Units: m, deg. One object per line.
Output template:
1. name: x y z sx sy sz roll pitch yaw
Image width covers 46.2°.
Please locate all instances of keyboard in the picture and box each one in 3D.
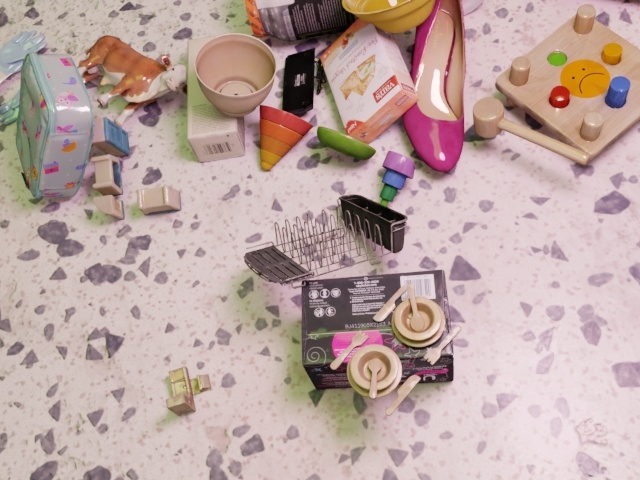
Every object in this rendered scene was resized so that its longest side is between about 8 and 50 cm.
1. keyboard: -0.031 -0.344 1.648 0.100 0.038 0.192 -10 54 16

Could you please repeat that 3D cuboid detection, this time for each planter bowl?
1. planter bowl: 0.159 -0.478 1.491 0.217 0.090 0.217 -17 41 16
2. planter bowl: -0.171 -0.320 1.511 0.162 0.109 0.162 3 61 -5

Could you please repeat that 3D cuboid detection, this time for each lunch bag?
1. lunch bag: -0.562 -0.235 1.554 0.107 0.279 0.224 -8 55 -35

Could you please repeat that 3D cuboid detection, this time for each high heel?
1. high heel: 0.239 -0.327 1.490 0.127 0.181 0.377 1 60 -12

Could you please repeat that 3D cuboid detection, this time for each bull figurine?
1. bull figurine: -0.433 -0.362 1.681 0.310 0.101 0.188 34 67 33

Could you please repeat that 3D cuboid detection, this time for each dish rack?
1. dish rack: 0.000 0.000 1.350 0.271 0.074 0.208 -16 21 -22

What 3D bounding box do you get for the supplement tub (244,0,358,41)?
1. supplement tub: -0.004 -0.552 1.659 0.316 0.193 0.194 -10 61 5

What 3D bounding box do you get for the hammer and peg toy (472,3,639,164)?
1. hammer and peg toy: 0.482 -0.271 1.459 0.361 0.127 0.266 -40 65 -11

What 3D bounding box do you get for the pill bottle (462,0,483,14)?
1. pill bottle: 0.287 -0.615 1.680 0.119 0.119 0.208 -16 61 2

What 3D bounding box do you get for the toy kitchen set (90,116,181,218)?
1. toy kitchen set: -0.382 -0.152 1.581 0.166 0.122 0.207 -8 81 6

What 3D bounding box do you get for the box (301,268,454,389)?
1. box: 0.099 0.155 1.294 0.247 0.142 0.163 -5 60 7

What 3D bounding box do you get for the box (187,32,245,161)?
1. box: -0.227 -0.312 1.628 0.113 0.094 0.275 -7 61 6

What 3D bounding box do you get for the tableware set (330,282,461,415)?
1. tableware set: 0.119 0.161 1.182 0.128 0.039 0.194 36 73 25

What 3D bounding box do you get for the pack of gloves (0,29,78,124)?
1. pack of gloves: -0.711 -0.385 1.797 0.195 0.046 0.232 41 79 14

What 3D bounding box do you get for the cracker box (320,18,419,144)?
1. cracker box: 0.097 -0.339 1.554 0.155 0.067 0.232 -39 54 33

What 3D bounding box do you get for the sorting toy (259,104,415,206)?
1. sorting toy: 0.011 -0.160 1.514 0.365 0.127 0.126 24 92 23

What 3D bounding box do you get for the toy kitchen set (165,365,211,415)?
1. toy kitchen set: -0.238 0.258 1.338 0.068 0.075 0.083 -17 65 0
